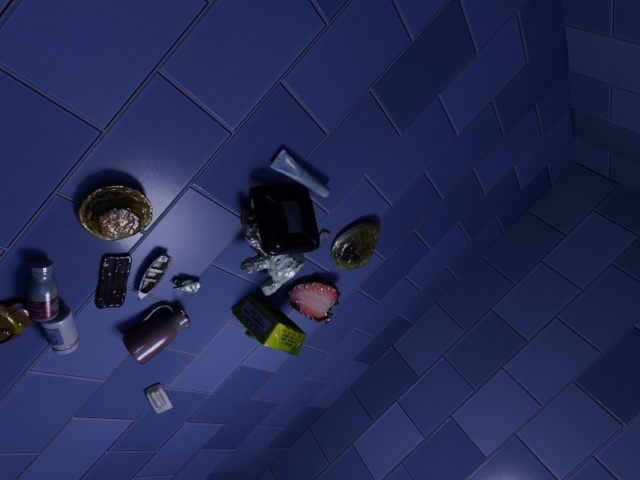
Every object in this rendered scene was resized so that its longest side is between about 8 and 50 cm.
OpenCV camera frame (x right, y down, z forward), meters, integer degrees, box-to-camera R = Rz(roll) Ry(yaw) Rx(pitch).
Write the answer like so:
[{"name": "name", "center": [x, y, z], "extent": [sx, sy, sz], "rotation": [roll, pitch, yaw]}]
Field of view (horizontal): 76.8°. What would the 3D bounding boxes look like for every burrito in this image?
[{"name": "burrito", "center": [-0.576, 0.192, 1.737], "extent": [0.074, 0.044, 0.118], "rotation": [-51, 141, 7]}]

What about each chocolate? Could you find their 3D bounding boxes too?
[{"name": "chocolate", "center": [-0.247, 0.422, 2.019], "extent": [0.137, 0.301, 0.289], "rotation": [-56, 140, -3]}]

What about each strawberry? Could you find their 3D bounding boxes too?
[{"name": "strawberry", "center": [-0.048, 0.302, 2.216], "extent": [0.306, 0.138, 0.233], "rotation": [32, 83, -24]}]

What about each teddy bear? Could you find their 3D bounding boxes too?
[{"name": "teddy bear", "center": [-0.241, 0.022, 1.794], "extent": [0.327, 0.362, 0.375], "rotation": [-46, -175, -28]}]

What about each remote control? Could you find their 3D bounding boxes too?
[{"name": "remote control", "center": [-0.838, 0.828, 2.097], "extent": [0.090, 0.049, 0.230], "rotation": [-20, 137, -20]}]

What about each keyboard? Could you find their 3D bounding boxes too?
[{"name": "keyboard", "center": [-0.799, 0.161, 1.555], "extent": [0.106, 0.016, 0.262], "rotation": [0, 125, -39]}]

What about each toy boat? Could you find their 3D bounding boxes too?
[{"name": "toy boat", "center": [-0.675, 0.143, 1.614], "extent": [0.080, 0.046, 0.229], "rotation": [20, 112, -47]}, {"name": "toy boat", "center": [0.000, 0.000, 2.042], "extent": [0.063, 0.016, 0.115], "rotation": [18, 113, -46]}]

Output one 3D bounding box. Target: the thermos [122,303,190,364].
[{"name": "thermos", "center": [-0.705, 0.388, 1.752], "extent": [0.265, 0.146, 0.176], "rotation": [-38, 115, -17]}]

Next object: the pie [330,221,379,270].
[{"name": "pie", "center": [0.190, 0.032, 2.181], "extent": [0.323, 0.070, 0.323], "rotation": [-20, 135, -21]}]

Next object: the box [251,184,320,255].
[{"name": "box", "center": [-0.137, -0.088, 1.661], "extent": [0.289, 0.289, 0.073], "rotation": [-4, 168, -44]}]

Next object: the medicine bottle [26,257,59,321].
[{"name": "medicine bottle", "center": [-0.953, 0.169, 1.383], "extent": [0.090, 0.090, 0.216], "rotation": [-4, 121, -36]}]

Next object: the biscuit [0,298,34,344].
[{"name": "biscuit", "center": [-1.144, 0.293, 1.384], "extent": [0.290, 0.041, 0.208], "rotation": [-25, 136, -20]}]

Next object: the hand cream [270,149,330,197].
[{"name": "hand cream", "center": [-0.072, -0.269, 1.710], "extent": [0.085, 0.058, 0.331], "rotation": [-49, 139, 11]}]

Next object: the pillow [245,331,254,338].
[{"name": "pillow", "center": [-0.338, 0.504, 2.151], "extent": [0.091, 0.136, 0.055], "rotation": [-25, 95, -33]}]

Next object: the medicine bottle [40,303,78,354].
[{"name": "medicine bottle", "center": [-0.971, 0.334, 1.508], "extent": [0.103, 0.103, 0.186], "rotation": [-13, 133, -30]}]

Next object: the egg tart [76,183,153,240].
[{"name": "egg tart", "center": [-0.685, -0.081, 1.365], "extent": [0.241, 0.106, 0.241], "rotation": [-20, 139, -19]}]
